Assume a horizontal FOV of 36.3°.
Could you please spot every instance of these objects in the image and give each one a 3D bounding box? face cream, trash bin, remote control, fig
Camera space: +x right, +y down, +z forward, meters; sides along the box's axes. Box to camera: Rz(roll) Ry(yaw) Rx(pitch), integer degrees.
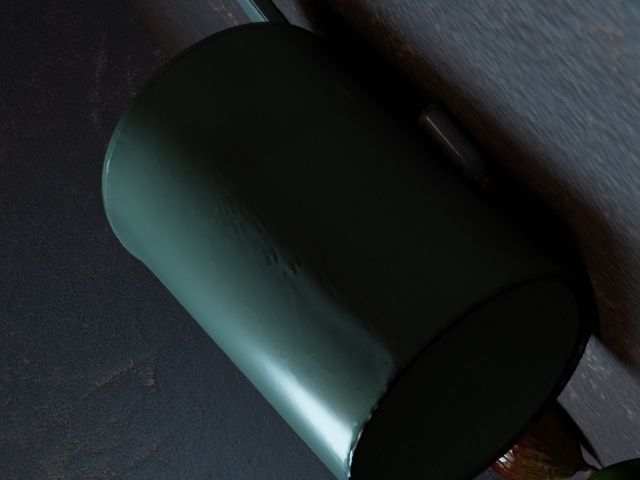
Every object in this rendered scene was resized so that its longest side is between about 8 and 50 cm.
[{"bbox_3d":[0.108,-0.069,0.754,0.083,0.021,0.040,51,177,11],"label":"face cream"},{"bbox_3d":[0.000,0.000,0.866,0.432,0.280,0.280,45,173,37],"label":"trash bin"},{"bbox_3d":[-0.022,-0.202,1.102,0.245,0.022,0.077,51,175,5],"label":"remote control"},{"bbox_3d":[0.278,0.276,1.256,0.153,0.119,0.119,53,177,0],"label":"fig"}]

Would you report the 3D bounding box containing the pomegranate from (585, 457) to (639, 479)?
[{"bbox_3d":[0.269,0.235,0.677,0.187,0.187,0.225,52,153,1],"label":"pomegranate"}]
